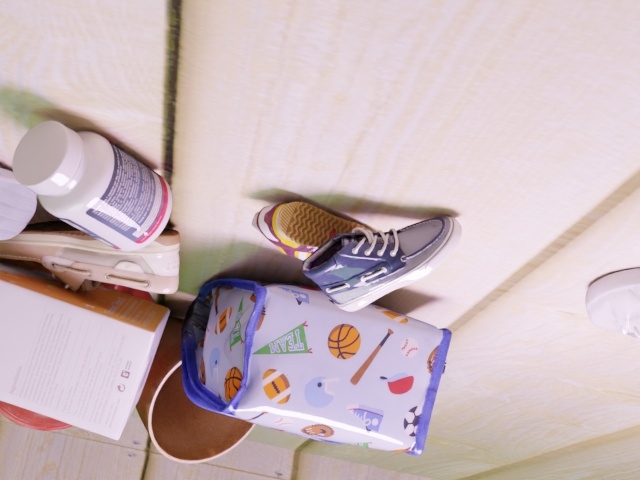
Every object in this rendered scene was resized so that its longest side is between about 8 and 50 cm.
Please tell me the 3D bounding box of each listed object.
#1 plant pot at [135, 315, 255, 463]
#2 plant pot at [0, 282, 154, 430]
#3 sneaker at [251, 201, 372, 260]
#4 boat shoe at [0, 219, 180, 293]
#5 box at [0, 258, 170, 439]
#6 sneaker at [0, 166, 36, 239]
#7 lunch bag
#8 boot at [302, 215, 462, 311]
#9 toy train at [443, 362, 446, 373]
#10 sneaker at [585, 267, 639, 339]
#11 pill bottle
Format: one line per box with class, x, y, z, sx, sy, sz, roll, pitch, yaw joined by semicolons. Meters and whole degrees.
plant pot;-0.259;0.241;2.083;0.237;0.237;0.254;26;-175;-40
plant pot;-0.419;0.171;1.943;0.272;0.272;0.265;21;152;-29
sneaker;0.000;0.000;1.448;0.185;0.069;0.084;31;163;-33
boat shoe;-0.344;0.028;1.626;0.302;0.098;0.109;3;-170;15
box;-0.418;0.136;1.668;0.345;0.168;0.215;19;-175;-4
sneaker;-0.453;-0.076;1.475;0.091;0.094;0.258;36;172;17
lunch bag;-0.031;0.190;1.793;0.328;0.239;0.385;17;178;-20
boot;0.072;0.014;1.360;0.190;0.069;0.086;-34;125;22
toy train;0.180;0.211;2.045;0.036;0.027;0.158;2;160;37
sneaker;0.423;0.124;1.392;0.108;0.169;0.292;17;163;-22
pill bottle;-0.266;-0.066;1.323;0.108;0.108;0.180;0;159;31
